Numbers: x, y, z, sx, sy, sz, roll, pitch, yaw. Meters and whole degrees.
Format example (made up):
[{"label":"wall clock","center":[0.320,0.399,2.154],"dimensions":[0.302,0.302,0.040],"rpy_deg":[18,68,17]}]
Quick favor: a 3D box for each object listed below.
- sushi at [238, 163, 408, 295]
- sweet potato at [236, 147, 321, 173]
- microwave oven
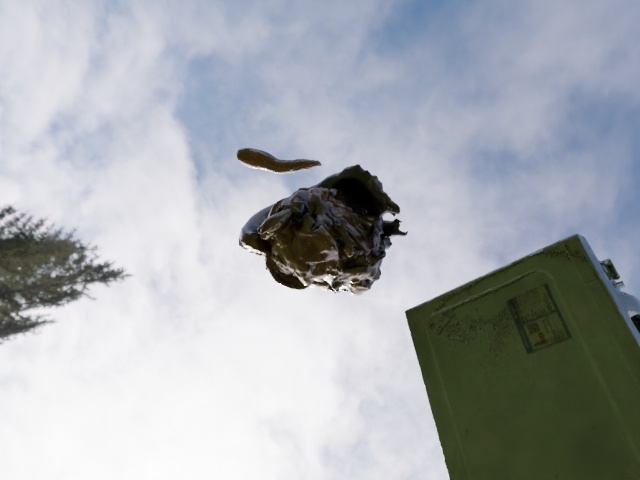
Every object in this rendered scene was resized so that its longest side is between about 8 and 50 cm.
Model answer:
[{"label":"sushi","center":[0.002,-0.004,0.772],"dimensions":[0.213,0.204,0.200],"rpy_deg":[41,-35,1]},{"label":"sweet potato","center":[-0.105,-0.187,1.180],"dimensions":[0.214,0.050,0.050],"rpy_deg":[11,-84,11]},{"label":"microwave oven","center":[0.248,0.186,0.507],"dimensions":[0.237,0.181,0.295],"rpy_deg":[-31,-130,27]}]
